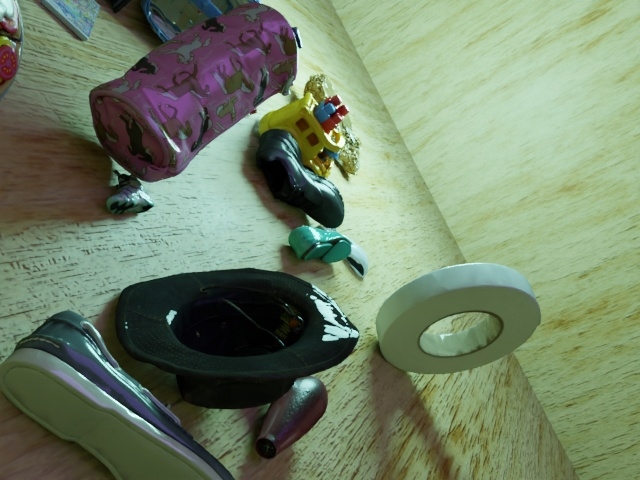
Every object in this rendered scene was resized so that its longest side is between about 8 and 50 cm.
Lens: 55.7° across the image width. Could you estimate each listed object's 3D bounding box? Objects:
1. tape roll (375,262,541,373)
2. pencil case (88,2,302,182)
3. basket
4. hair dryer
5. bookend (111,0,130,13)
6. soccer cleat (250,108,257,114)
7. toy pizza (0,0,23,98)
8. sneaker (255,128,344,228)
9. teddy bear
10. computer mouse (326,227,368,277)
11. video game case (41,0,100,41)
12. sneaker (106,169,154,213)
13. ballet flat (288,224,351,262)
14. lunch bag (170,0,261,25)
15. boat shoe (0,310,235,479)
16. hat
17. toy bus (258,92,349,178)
[{"bbox_3d":[0.330,0.200,1.463,0.392,0.392,0.071,41,29,-41],"label":"tape roll"},{"bbox_3d":[-0.188,-0.248,0.984,0.386,0.167,0.160,-47,151,-38],"label":"pencil case"},{"bbox_3d":[-0.226,-0.453,1.230,0.255,0.201,0.289,39,2,-44],"label":"basket"},{"bbox_3d":[-0.083,0.222,0.985,0.224,0.080,0.293,26,32,-31],"label":"hair dryer"},{"bbox_3d":[-0.420,-0.529,1.105,0.156,0.072,0.157,22,45,-57],"label":"bookend"},{"bbox_3d":[-0.182,-0.331,1.458,0.083,0.029,0.035,24,46,-50],"label":"soccer cleat"},{"bbox_3d":[-0.408,-0.250,0.703,0.201,0.032,0.201,7,90,-78],"label":"toy pizza"},{"bbox_3d":[-0.055,-0.120,1.415,0.286,0.109,0.130,45,36,-20],"label":"sneaker"},{"bbox_3d":[0.033,-0.351,1.889,0.338,0.113,0.244,48,31,-49],"label":"teddy bear"},{"bbox_3d":[0.079,0.017,1.597,0.193,0.042,0.106,50,23,-26],"label":"computer mouse"},{"bbox_3d":[-0.421,-0.400,1.029,0.087,0.011,0.122,43,28,-39],"label":"video game case"},{"bbox_3d":[-0.292,-0.075,0.893,0.069,0.038,0.098,63,12,7],"label":"sneaker"},{"bbox_3d":[0.000,0.000,1.398,0.087,0.083,0.247,53,17,17],"label":"ballet flat"},{"bbox_3d":[-0.252,-0.575,1.394,0.219,0.176,0.090,40,28,-45],"label":"lunch bag"},{"bbox_3d":[-0.193,0.200,0.668,0.319,0.116,0.099,47,29,-21],"label":"boat shoe"},{"bbox_3d":[-0.119,0.151,0.841,0.332,0.133,0.331,11,21,-4],"label":"hat"},{"bbox_3d":[-0.012,-0.253,1.497,0.220,0.212,0.149,53,21,-24],"label":"toy bus"}]
